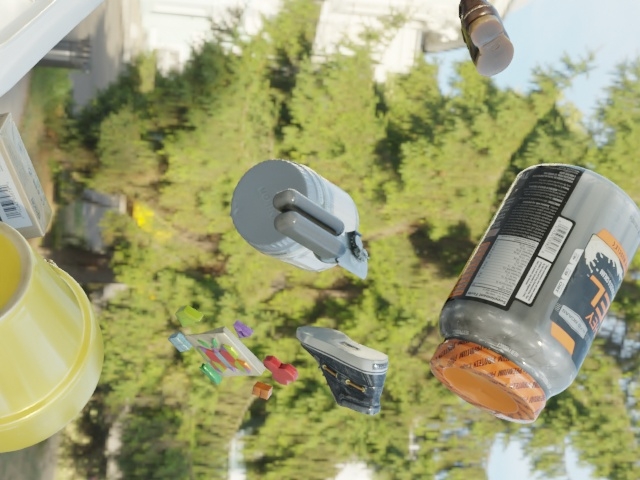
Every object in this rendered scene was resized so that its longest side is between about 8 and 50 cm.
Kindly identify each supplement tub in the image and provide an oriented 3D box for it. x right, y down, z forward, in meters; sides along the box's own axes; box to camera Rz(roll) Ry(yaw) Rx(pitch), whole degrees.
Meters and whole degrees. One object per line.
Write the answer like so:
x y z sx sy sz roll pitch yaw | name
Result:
0.284 0.069 1.151 0.316 0.193 0.193 -57 180 -20 | supplement tub

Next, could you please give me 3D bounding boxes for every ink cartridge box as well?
-0.638 -0.107 1.618 0.088 0.193 0.234 -95 174 -54 | ink cartridge box

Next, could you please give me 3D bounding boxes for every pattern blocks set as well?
-0.209 0.250 1.895 0.026 0.285 0.325 -52 -171 -32 | pattern blocks set

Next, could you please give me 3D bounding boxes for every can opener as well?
0.000 0.000 1.402 0.280 0.093 0.074 36 43 -57 | can opener

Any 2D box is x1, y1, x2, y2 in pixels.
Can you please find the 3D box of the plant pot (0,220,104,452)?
-0.411 0.102 1.065 0.239 0.254 0.254 98 -10 -57 | plant pot

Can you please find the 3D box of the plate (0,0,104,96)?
-0.369 -0.337 0.945 0.277 0.278 0.045 -44 -155 -6 | plate

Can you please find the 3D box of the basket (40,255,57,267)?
-0.552 0.181 1.662 0.213 0.223 0.299 -69 173 -59 | basket

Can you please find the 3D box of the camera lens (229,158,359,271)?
-0.052 -0.055 1.991 0.274 0.219 0.219 27 61 -61 | camera lens

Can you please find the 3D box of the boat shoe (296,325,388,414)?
0.022 0.181 1.226 0.183 0.065 0.083 20 -74 52 | boat shoe

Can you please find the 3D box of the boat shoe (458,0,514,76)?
0.277 -0.348 1.452 0.073 0.073 0.207 67 8 21 | boat shoe
